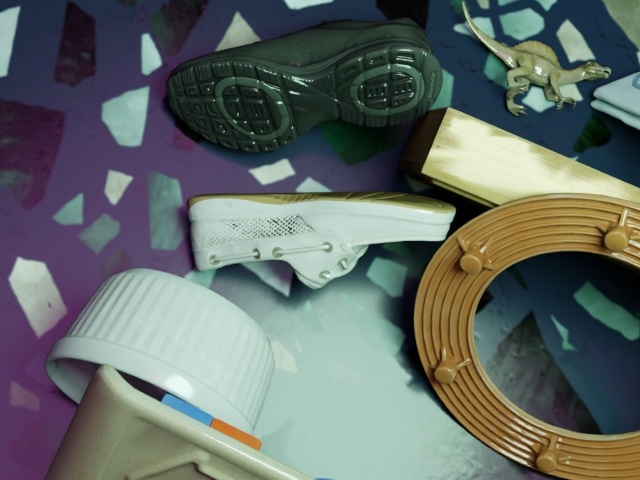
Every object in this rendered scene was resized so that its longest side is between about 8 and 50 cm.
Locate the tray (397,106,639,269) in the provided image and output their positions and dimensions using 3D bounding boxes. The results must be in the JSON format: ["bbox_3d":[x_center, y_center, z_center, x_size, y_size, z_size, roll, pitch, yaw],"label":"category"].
[{"bbox_3d":[0.288,-0.020,1.278,0.411,0.203,0.076,23,93,-4],"label":"tray"}]

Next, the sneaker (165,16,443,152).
[{"bbox_3d":[-0.017,-0.172,1.321,0.286,0.109,0.130,-4,36,5],"label":"sneaker"}]

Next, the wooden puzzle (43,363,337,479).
[{"bbox_3d":[-0.084,0.278,1.127,0.348,0.322,0.080,30,39,0],"label":"wooden puzzle"}]

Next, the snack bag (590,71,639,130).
[{"bbox_3d":[0.503,-0.169,1.308,0.343,0.323,0.037,-24,115,-12],"label":"snack bag"}]

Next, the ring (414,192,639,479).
[{"bbox_3d":[0.249,0.107,1.205,0.337,0.336,0.032,35,38,-1],"label":"ring"}]

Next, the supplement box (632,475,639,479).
[{"bbox_3d":[0.414,0.280,1.228,0.080,0.233,0.078,38,69,-41],"label":"supplement box"}]

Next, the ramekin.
[{"bbox_3d":[-0.141,0.114,1.181,0.207,0.207,0.109,27,66,-3],"label":"ramekin"}]

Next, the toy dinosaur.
[{"bbox_3d":[0.226,-0.189,1.398,0.183,0.053,0.092,20,58,-7],"label":"toy dinosaur"}]

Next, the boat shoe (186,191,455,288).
[{"bbox_3d":[0.000,0.000,1.256,0.277,0.098,0.096,0,94,23],"label":"boat shoe"}]
